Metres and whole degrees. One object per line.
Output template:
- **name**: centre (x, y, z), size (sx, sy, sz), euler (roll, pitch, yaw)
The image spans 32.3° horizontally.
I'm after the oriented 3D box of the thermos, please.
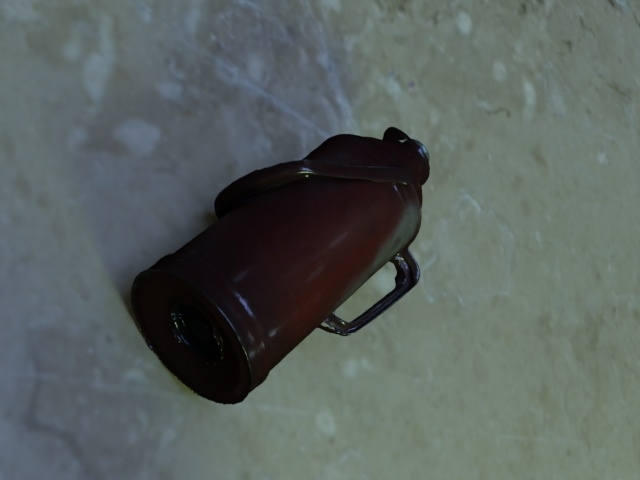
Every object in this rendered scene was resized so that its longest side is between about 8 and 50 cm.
- **thermos**: centre (-0.002, 0.002, 0.699), size (0.232, 0.099, 0.124), euler (-38, 97, -38)
